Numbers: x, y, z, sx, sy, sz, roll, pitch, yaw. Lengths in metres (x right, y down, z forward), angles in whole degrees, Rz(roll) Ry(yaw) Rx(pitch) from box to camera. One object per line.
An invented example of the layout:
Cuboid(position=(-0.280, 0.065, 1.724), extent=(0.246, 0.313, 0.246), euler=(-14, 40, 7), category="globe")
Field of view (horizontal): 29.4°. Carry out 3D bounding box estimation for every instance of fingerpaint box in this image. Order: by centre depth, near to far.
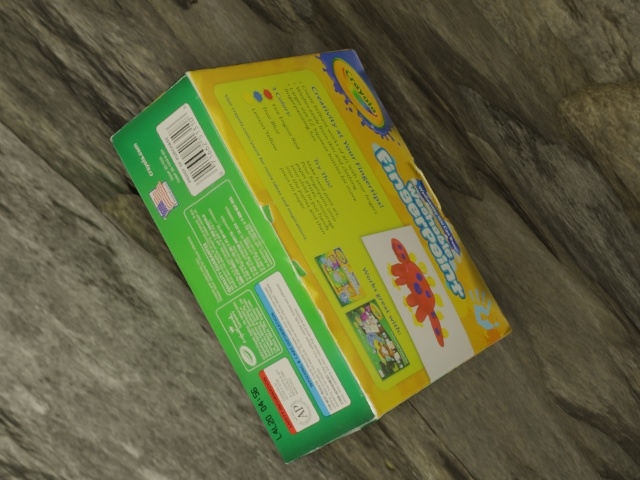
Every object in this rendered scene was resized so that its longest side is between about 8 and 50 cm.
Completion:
Cuboid(position=(0.000, 0.000, 1.532), extent=(0.371, 0.163, 0.445), euler=(-22, 81, -55), category="fingerpaint box")
